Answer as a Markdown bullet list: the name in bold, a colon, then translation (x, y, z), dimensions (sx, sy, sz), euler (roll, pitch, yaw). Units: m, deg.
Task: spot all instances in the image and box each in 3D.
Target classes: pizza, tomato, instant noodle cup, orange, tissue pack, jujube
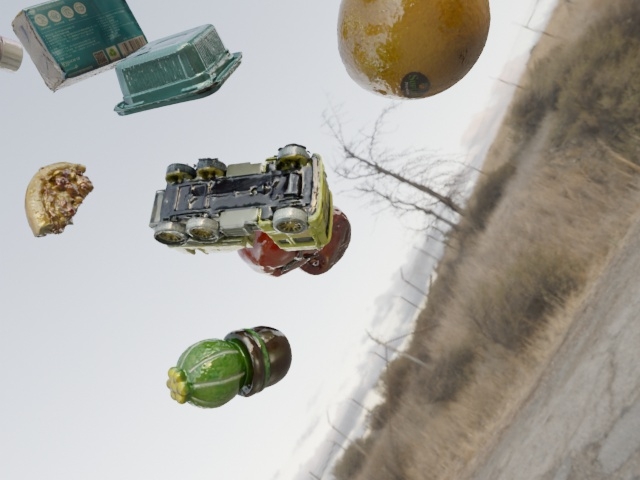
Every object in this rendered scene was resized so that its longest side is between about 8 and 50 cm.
- **pizza**: translation (-0.542, -0.098, 1.067), dimensions (0.058, 0.127, 0.246), euler (-32, 22, 23)
- **tomato**: translation (-0.082, -0.014, 0.961), dimensions (0.187, 0.152, 0.187), euler (-30, -5, -3)
- **instant noodle cup**: translation (-0.205, -0.246, 0.722), dimensions (0.179, 0.157, 0.070), euler (-80, -24, -55)
- **orange**: translation (0.160, -0.386, 0.910), dimensions (0.274, 0.274, 0.274), euler (-51, -18, -23)
- **tissue pack**: translation (-0.621, -0.532, 1.339), dimensions (0.271, 0.134, 0.192), euler (-40, -68, -37)
- **jujube**: translation (0.000, 0.000, 1.463), dimensions (0.255, 0.189, 0.190), euler (-78, 10, -61)

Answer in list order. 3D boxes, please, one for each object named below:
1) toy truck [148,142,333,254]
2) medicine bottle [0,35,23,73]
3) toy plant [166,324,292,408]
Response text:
- **toy truck**: translation (-0.112, -0.040, 0.773), dimensions (0.157, 0.272, 0.124), euler (55, -146, -61)
- **medicine bottle**: translation (-0.713, -0.390, 0.967), dimensions (0.260, 0.095, 0.095), euler (2, -60, -55)
- **toy plant**: translation (-0.119, 0.166, 0.666), dimensions (0.162, 0.093, 0.093), euler (-10, -46, -43)
